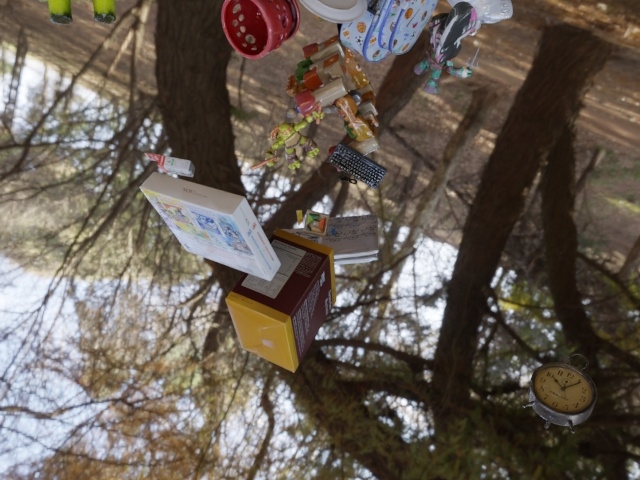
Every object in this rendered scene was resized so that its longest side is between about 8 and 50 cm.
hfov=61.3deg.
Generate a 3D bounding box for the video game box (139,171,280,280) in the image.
[{"bbox_3d":[-0.186,-0.023,0.932,0.205,0.048,0.187,17,152,28],"label":"video game box"}]

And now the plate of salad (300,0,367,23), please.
[{"bbox_3d":[0.022,-0.613,1.356,0.200,0.048,0.199,9,-119,-17],"label":"plate of salad"}]

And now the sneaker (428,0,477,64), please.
[{"bbox_3d":[0.247,-0.422,1.074,0.077,0.072,0.178,60,172,7],"label":"sneaker"}]

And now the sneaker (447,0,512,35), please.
[{"bbox_3d":[0.547,-0.794,1.631,0.210,0.366,0.137,55,-172,-19],"label":"sneaker"}]

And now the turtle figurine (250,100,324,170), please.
[{"bbox_3d":[-0.091,-0.280,1.551,0.087,0.269,0.217,43,178,18],"label":"turtle figurine"}]

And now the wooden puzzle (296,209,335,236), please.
[{"bbox_3d":[-0.014,-0.048,1.540,0.116,0.078,0.014,7,-160,10],"label":"wooden puzzle"}]

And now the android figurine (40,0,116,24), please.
[{"bbox_3d":[-0.484,-0.570,1.074,0.248,0.272,0.056,-4,177,-11],"label":"android figurine"}]

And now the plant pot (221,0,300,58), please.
[{"bbox_3d":[-0.171,-0.660,1.611,0.191,0.191,0.174,27,-134,20],"label":"plant pot"}]

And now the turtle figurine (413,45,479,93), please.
[{"bbox_3d":[0.370,-0.551,1.617,0.118,0.175,0.234,-1,162,-21],"label":"turtle figurine"}]

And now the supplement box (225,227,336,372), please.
[{"bbox_3d":[-0.069,0.120,1.089,0.129,0.191,0.194,20,-125,20],"label":"supplement box"}]

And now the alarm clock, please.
[{"bbox_3d":[0.525,0.316,1.159,0.129,0.064,0.192,24,-124,33],"label":"alarm clock"}]

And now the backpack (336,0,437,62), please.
[{"bbox_3d":[0.183,-0.636,1.519,0.213,0.263,0.277,48,-142,17],"label":"backpack"}]

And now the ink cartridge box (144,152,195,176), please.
[{"bbox_3d":[-0.373,-0.186,1.331,0.115,0.029,0.063,10,171,-2],"label":"ink cartridge box"}]

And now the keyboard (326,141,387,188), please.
[{"bbox_3d":[0.108,-0.221,1.694,0.180,0.108,0.023,29,-155,-13],"label":"keyboard"}]

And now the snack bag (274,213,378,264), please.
[{"bbox_3d":[0.000,0.000,1.572,0.343,0.037,0.323,-6,-159,9],"label":"snack bag"}]

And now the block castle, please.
[{"bbox_3d":[0.040,-0.471,1.810,0.303,0.213,0.453,53,-155,-34],"label":"block castle"}]
